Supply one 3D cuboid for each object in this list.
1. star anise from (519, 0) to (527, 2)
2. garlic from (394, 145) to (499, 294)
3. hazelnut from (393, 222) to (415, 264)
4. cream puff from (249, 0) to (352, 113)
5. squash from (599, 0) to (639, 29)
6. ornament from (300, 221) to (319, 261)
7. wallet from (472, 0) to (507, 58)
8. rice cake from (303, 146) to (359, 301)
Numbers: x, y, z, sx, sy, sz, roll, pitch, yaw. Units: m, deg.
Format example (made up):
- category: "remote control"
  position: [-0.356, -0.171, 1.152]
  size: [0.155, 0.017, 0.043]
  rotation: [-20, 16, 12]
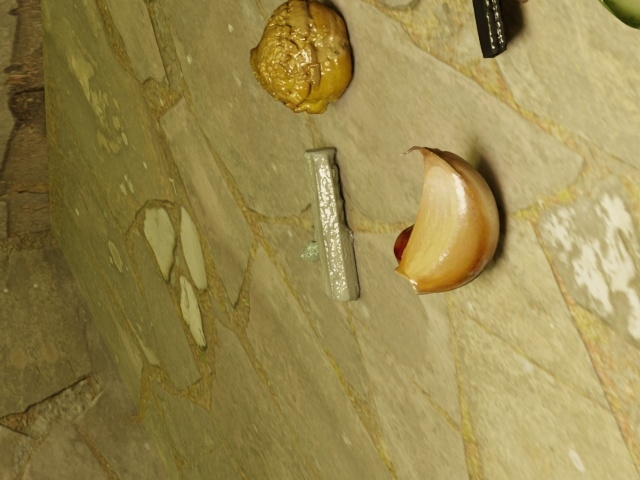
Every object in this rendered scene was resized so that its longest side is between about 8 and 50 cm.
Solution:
- category: "star anise"
  position: [0.216, -0.377, 1.502]
  size: [0.198, 0.110, 0.258]
  rotation: [168, 96, -68]
- category: "garlic"
  position: [0.172, -0.035, 1.796]
  size: [0.115, 0.128, 0.207]
  rotation: [-51, -33, -60]
- category: "hazelnut"
  position: [0.140, 0.009, 1.940]
  size: [0.086, 0.086, 0.086]
  rotation: [168, 90, -68]
- category: "cream puff"
  position: [-0.036, -0.282, 2.141]
  size: [0.189, 0.129, 0.189]
  rotation: [171, 90, -67]
- category: "squash"
  position: [0.308, -0.275, 1.282]
  size: [0.123, 0.170, 0.170]
  rotation: [-126, 28, -78]
- category: "ornament"
  position: [0.002, -0.002, 2.317]
  size: [0.068, 0.041, 0.092]
  rotation: [42, 130, 47]
- category: "wallet"
  position: [0.185, -0.340, 1.661]
  size: [0.124, 0.025, 0.244]
  rotation: [-80, -23, -86]
- category: "rice cake"
  position: [0.020, -0.023, 2.240]
  size: [0.052, 0.057, 0.256]
  rotation: [2, 104, 50]
